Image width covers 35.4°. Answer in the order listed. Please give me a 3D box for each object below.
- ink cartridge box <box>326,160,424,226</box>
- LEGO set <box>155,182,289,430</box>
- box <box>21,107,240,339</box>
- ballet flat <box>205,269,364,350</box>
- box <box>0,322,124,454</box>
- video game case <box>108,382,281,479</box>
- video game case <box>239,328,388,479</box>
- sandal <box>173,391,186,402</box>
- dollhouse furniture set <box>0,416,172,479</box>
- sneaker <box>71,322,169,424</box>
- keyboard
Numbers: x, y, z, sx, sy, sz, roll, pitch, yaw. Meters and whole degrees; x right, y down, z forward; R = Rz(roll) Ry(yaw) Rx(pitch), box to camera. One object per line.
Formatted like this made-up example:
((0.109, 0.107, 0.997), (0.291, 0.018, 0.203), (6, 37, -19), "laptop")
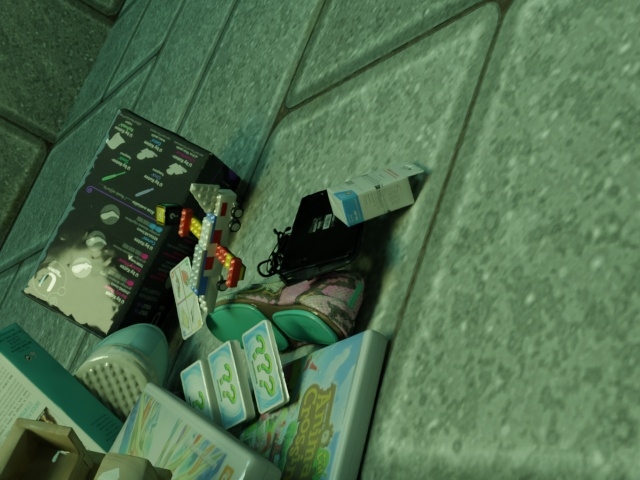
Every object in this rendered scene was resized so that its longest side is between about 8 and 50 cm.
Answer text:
((0.053, -0.044, 0.924), (0.083, 0.028, 0.048), (-20, 21, -10), "ink cartridge box")
((-0.117, 0.059, 0.956), (0.182, 0.060, 0.244), (-35, 63, 51), "LEGO set")
((-0.242, -0.011, 1.316), (0.270, 0.143, 0.165), (-62, -12, -3), "box")
((-0.028, 0.062, 0.962), (0.221, 0.077, 0.079), (-12, 34, 55), "ballet flat")
((-0.288, 0.211, 1.100), (0.100, 0.244, 0.060), (-50, -6, 23), "box")
((-0.173, 0.289, 0.876), (0.300, 0.036, 0.329), (-62, 21, -9), "video game case")
((-0.027, 0.193, 0.851), (0.193, 0.023, 0.212), (-30, 38, 51), "video game case")
((-0.143, 0.242, 1.030), (0.067, 0.040, 0.179), (-47, 40, 41), "sandal")
((-0.076, 0.305, 0.639), (0.174, 0.355, 0.303), (79, -157, -48), "dollhouse furniture set")
((-0.284, 0.251, 1.233), (0.366, 0.135, 0.150), (-50, 3, 23), "sneaker")
((0.000, 0.000, 0.954), (0.100, 0.038, 0.192), (-15, 21, 14), "keyboard")
